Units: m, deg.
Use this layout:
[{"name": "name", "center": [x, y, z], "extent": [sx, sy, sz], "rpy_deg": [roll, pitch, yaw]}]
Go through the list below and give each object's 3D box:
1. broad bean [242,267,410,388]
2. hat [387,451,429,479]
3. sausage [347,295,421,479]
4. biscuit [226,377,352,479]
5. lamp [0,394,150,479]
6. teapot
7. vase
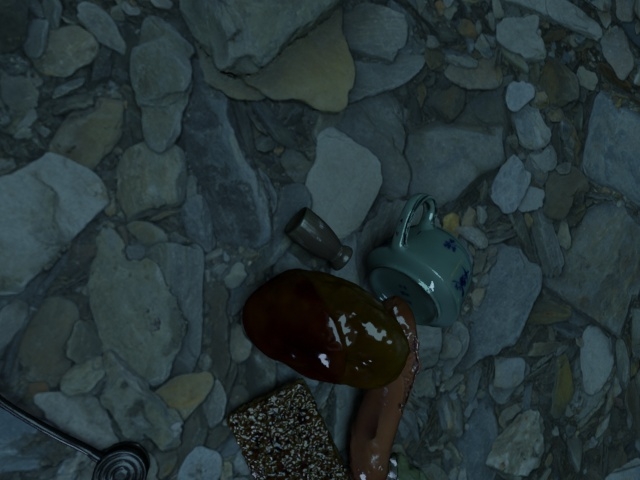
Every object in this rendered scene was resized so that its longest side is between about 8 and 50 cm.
[{"name": "broad bean", "center": [0.003, 0.123, 0.600], "extent": [0.228, 0.122, 0.156], "rpy_deg": [24, 111, 19]}, {"name": "hat", "center": [0.129, 0.426, 0.683], "extent": [0.081, 0.122, 0.166], "rpy_deg": [7, 52, 19]}, {"name": "sausage", "center": [0.095, 0.229, 0.668], "extent": [0.078, 0.078, 0.304], "rpy_deg": [8, 101, -20]}, {"name": "biscuit", "center": [-0.035, 0.326, 0.657], "extent": [0.131, 0.025, 0.231], "rpy_deg": [-26, 98, -5]}, {"name": "lamp", "center": [-0.355, 0.198, 0.509], "extent": [0.130, 0.108, 0.371], "rpy_deg": [-39, 102, -17]}, {"name": "teapot", "center": [0.163, 0.035, 0.686], "extent": [0.159, 0.159, 0.232], "rpy_deg": [-37, 127, -17]}, {"name": "vase", "center": [0.000, 0.000, 0.674], "extent": [0.100, 0.053, 0.053], "rpy_deg": [39, 77, -19]}]
